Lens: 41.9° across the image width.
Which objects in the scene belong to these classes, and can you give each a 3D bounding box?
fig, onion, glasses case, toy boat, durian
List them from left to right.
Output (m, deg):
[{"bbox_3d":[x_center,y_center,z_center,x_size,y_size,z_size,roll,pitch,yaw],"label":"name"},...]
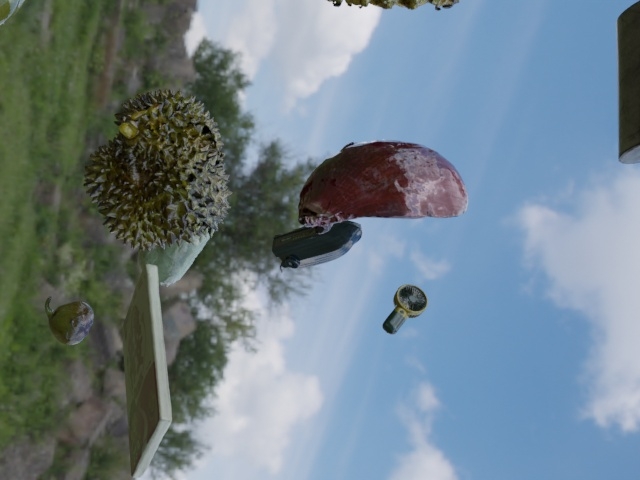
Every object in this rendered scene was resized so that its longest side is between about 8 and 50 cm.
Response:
[{"bbox_3d":[-0.495,0.156,1.626,0.084,0.098,0.082,-58,-164,30],"label":"fig"},{"bbox_3d":[-0.267,-0.124,1.424,0.258,0.258,0.293,-116,-160,-59],"label":"durian"},{"bbox_3d":[0.000,-0.002,2.253,0.296,0.114,0.122,-19,-138,41],"label":"toy boat"},{"bbox_3d":[0.077,-0.085,1.220,0.227,0.283,0.120,8,-73,44],"label":"onion"},{"bbox_3d":[0.592,-0.295,1.544,0.114,0.060,0.299,138,-39,-65],"label":"glasses case"}]

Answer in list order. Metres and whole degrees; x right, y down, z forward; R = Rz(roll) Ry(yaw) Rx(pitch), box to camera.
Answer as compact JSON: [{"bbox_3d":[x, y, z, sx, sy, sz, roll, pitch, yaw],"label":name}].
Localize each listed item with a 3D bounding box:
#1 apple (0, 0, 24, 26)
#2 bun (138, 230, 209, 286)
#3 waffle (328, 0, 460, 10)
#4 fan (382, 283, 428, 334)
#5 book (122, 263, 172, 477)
[{"bbox_3d":[-0.491,-0.396,1.055,0.279,0.279,0.279,-173,-90,-72],"label":"apple"},{"bbox_3d":[-0.294,-0.003,1.671,0.195,0.118,0.195,-54,-174,9],"label":"bun"},{"bbox_3d":[0.138,-0.454,1.502,0.262,0.280,0.060,26,-54,38],"label":"waffle"},{"bbox_3d":[0.195,0.169,1.996,0.155,0.082,0.039,-45,169,-39],"label":"fan"},{"bbox_3d":[-0.232,0.170,1.097,0.162,0.022,0.232,122,-36,-44],"label":"book"}]
